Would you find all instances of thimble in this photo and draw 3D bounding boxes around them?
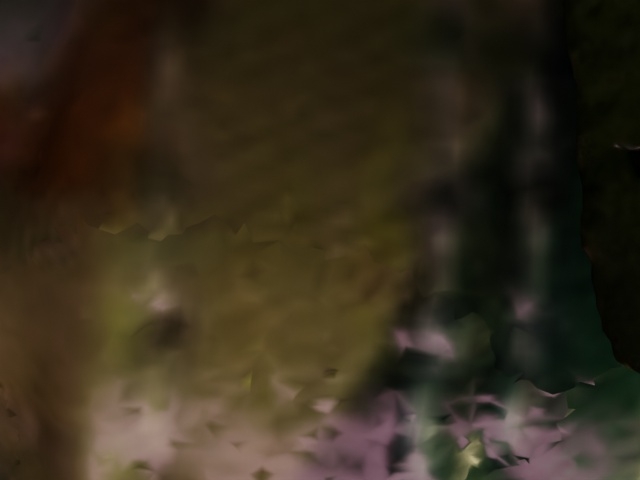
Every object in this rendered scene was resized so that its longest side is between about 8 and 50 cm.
[{"bbox_3d":[0.008,-0.024,0.481,0.167,0.288,0.254,5,138,1],"label":"thimble"}]

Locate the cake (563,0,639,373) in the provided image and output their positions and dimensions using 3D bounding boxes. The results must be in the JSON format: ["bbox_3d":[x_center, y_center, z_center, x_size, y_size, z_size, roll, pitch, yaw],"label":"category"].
[{"bbox_3d":[0.102,-0.081,0.324,0.100,0.235,0.099,-8,171,34],"label":"cake"}]
